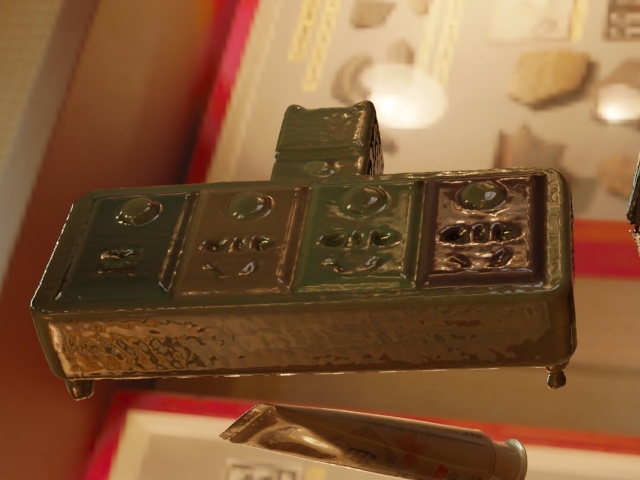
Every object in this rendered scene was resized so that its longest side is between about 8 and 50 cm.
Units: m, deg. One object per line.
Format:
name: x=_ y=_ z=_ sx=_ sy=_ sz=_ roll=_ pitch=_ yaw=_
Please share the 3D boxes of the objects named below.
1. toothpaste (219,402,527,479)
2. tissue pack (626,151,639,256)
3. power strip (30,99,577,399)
toothpaste: x=0.062 y=0.205 z=1.530 sx=0.323 sy=0.100 sz=0.066 roll=13 pitch=-121 yaw=-26
tissue pack: x=0.373 y=-0.091 z=1.433 sx=0.332 sy=0.123 sz=0.245 roll=26 pitch=-101 yaw=-74
power strip: x=0.000 y=0.000 z=0.645 sx=0.145 sy=0.216 sz=0.061 roll=-78 pitch=-17 yaw=-50
